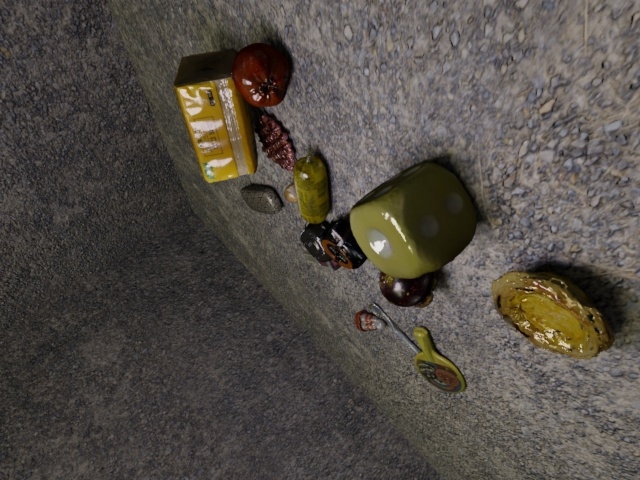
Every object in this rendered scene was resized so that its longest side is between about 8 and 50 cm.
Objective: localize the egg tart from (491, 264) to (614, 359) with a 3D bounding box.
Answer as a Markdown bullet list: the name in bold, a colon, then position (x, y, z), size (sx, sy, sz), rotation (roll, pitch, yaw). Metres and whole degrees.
- **egg tart**: position (0.545, 0.154, 0.967), size (0.291, 0.107, 0.290), rotation (41, 160, 18)

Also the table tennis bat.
- **table tennis bat**: position (0.471, 0.503, 1.700), size (0.224, 0.054, 0.368), rotation (2, 126, 48)

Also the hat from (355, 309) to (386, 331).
- **hat**: position (0.248, 0.392, 1.963), size (0.162, 0.093, 0.112), rotation (-8, 129, 45)

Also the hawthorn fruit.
- **hawthorn fruit**: position (-0.193, -0.521, 1.282), size (0.202, 0.185, 0.185), rotation (54, 163, 36)

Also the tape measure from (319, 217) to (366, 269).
- **tape measure**: position (0.099, 0.013, 1.588), size (0.202, 0.135, 0.223), rotation (42, 161, -3)

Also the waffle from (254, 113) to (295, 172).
- **waffle**: position (-0.177, -0.385, 1.615), size (0.221, 0.055, 0.234), rotation (40, 158, 30)

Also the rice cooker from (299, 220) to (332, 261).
- **rice cooker**: position (0.000, -0.001, 1.756), size (0.203, 0.118, 0.142), rotation (51, 143, 8)

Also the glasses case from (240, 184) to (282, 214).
- **glasses case**: position (-0.306, -0.209, 2.093), size (0.355, 0.085, 0.137), rotation (17, 140, 56)

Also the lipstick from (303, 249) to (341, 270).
- **lipstick**: position (0.009, 0.080, 1.932), size (0.253, 0.077, 0.078), rotation (11, 133, 60)

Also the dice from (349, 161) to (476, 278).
- **dice**: position (0.235, -0.053, 1.076), size (0.226, 0.233, 0.238), rotation (57, 157, -10)

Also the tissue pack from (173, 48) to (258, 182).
- **tissue pack**: position (-0.373, -0.456, 1.513), size (0.293, 0.229, 0.381), rotation (-102, 5, -46)

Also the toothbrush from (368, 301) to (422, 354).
- **toothbrush**: position (0.368, 0.431, 1.826), size (0.413, 0.042, 0.035), rotation (45, 157, 12)

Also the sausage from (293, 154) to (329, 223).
- **sausage**: position (-0.031, -0.186, 1.538), size (0.123, 0.123, 0.347), rotation (39, 154, 29)

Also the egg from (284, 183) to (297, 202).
- **egg**: position (-0.116, -0.198, 1.744), size (0.080, 0.080, 0.096), rotation (53, 156, -3)

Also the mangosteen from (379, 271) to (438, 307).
- **mangosteen**: position (0.300, 0.129, 1.339), size (0.217, 0.192, 0.192), rotation (18, 170, -24)
